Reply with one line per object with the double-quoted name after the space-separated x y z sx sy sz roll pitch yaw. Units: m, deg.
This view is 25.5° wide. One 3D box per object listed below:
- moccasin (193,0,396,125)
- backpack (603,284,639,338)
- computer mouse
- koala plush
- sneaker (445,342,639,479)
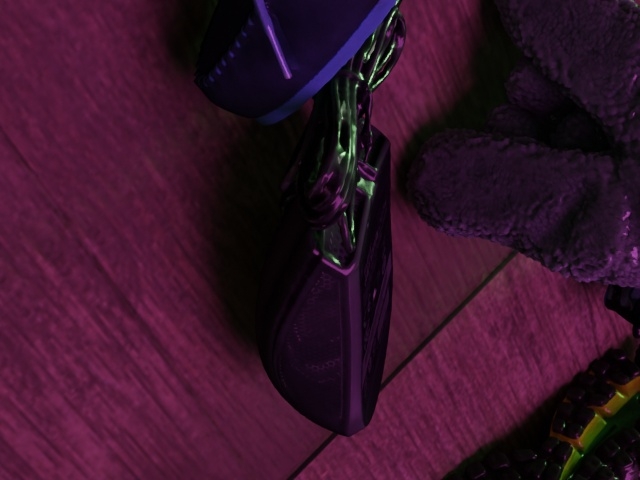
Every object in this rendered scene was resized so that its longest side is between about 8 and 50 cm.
0.010 -0.208 0.651 0.116 0.138 0.342 19 124 -21 "moccasin"
0.268 0.004 1.080 0.105 0.084 0.114 -10 127 -40 "backpack"
0.000 0.000 0.811 0.188 0.072 0.272 -73 167 -46 "computer mouse"
0.209 -0.055 0.924 0.221 0.203 0.196 7 112 -58 "koala plush"
0.192 0.235 1.126 0.343 0.134 0.146 -33 135 -25 "sneaker"
